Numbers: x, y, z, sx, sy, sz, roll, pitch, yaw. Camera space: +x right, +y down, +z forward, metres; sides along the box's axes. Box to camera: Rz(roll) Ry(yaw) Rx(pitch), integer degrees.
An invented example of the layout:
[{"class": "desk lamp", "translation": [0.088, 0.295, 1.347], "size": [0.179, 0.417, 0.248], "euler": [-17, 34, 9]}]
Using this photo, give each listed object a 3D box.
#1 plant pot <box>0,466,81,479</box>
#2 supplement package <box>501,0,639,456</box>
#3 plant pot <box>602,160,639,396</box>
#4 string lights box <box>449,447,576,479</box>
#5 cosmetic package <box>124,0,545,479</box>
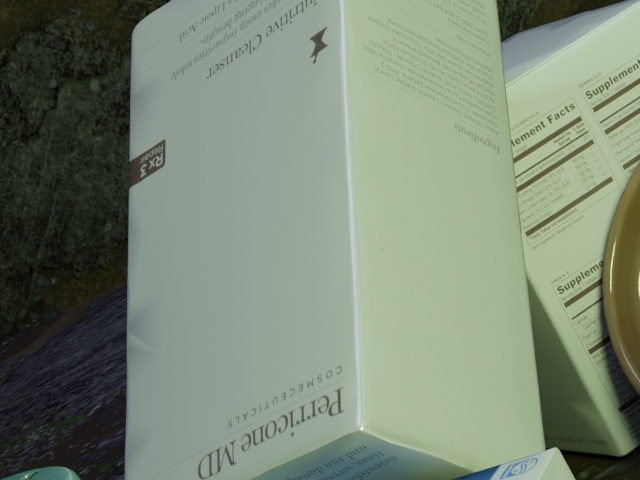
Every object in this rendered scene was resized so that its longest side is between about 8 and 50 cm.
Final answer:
[{"class": "plant pot", "translation": [-0.137, 0.261, 0.907], "size": [0.271, 0.255, 0.271], "euler": [-27, 10, 5]}, {"class": "supplement package", "translation": [0.180, -0.008, 1.366], "size": [0.198, 0.263, 0.199], "euler": [-32, 10, -22]}, {"class": "plant pot", "translation": [0.306, 0.019, 1.195], "size": [0.109, 0.237, 0.237], "euler": [17, -24, -39]}, {"class": "string lights box", "translation": [0.037, 0.216, 1.007], "size": [0.259, 0.133, 0.077], "euler": [-22, 14, 32]}, {"class": "cosmetic package", "translation": [0.000, 0.000, 1.153], "size": [0.217, 0.156, 0.385], "euler": [-32, 47, 37]}]
